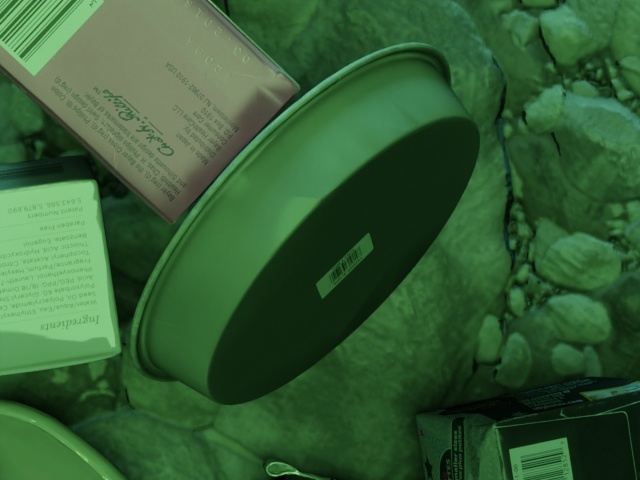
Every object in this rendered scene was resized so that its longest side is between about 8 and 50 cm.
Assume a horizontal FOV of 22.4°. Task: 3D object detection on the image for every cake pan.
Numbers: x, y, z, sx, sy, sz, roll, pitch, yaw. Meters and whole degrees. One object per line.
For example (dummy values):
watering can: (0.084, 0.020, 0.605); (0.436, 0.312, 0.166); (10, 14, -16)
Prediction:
cake pan: (0.000, 0.000, 1.072); (0.054, 0.293, 0.293); (43, 89, 19)

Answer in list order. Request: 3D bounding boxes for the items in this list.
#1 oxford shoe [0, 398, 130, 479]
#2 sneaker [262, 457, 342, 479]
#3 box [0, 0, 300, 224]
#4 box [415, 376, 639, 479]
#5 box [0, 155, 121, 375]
oxford shoe: (-0.153, 0.314, 1.119); (0.169, 0.130, 0.449); (-29, 86, 20)
sneaker: (-0.053, 0.268, 1.195); (0.153, 0.094, 0.235); (33, 91, -12)
box: (-0.145, -0.136, 1.042); (0.213, 0.243, 0.117); (43, 90, -14)
box: (0.180, 0.236, 1.181); (0.163, 0.142, 0.247); (-9, 90, -20)
box: (-0.233, 0.018, 1.080); (0.182, 0.181, 0.119); (-9, 99, -9)
